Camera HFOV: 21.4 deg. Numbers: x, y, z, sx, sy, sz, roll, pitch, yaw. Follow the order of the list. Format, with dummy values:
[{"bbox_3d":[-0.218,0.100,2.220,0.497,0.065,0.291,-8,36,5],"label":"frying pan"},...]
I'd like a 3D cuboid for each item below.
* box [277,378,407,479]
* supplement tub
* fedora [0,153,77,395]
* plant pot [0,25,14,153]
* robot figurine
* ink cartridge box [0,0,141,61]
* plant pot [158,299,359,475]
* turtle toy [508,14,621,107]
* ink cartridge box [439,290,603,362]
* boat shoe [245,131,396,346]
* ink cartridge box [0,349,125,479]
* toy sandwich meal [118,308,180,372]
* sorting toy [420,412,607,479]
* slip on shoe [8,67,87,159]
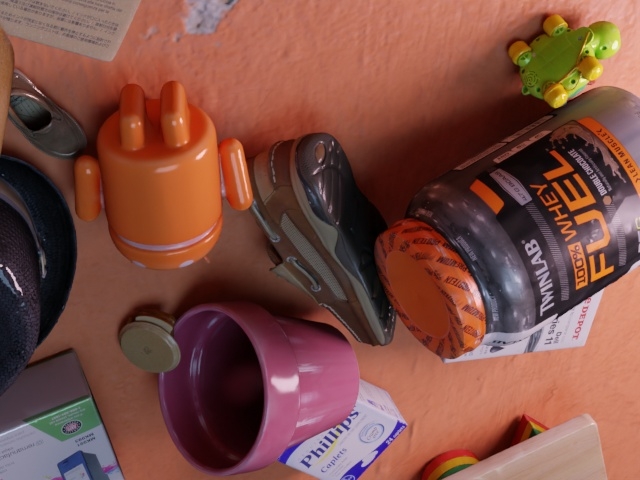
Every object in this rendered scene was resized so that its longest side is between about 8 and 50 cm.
[{"bbox_3d":[0.015,0.234,2.139,0.137,0.072,0.126,28,110,-38],"label":"box"},{"bbox_3d":[0.242,-0.017,1.910,0.338,0.207,0.207,-31,135,-20],"label":"supplement tub"},{"bbox_3d":[-0.386,0.072,1.758,0.334,0.152,0.334,-13,130,-16],"label":"fedora"},{"bbox_3d":[-0.394,-0.062,1.526,0.237,0.254,0.237,-5,151,-3],"label":"plant pot"},{"bbox_3d":[-0.165,-0.060,1.776,0.158,0.128,0.219,-31,137,-31],"label":"robot figurine"},{"bbox_3d":[-0.269,-0.290,1.568,0.235,0.088,0.193,13,118,-33],"label":"ink cartridge box"},{"bbox_3d":[-0.061,0.167,1.980,0.180,0.201,0.201,-3,128,-43],"label":"plant pot"},{"bbox_3d":[0.282,-0.204,1.912,0.130,0.095,0.066,-37,154,5],"label":"turtle toy"},{"bbox_3d":[0.243,0.061,2.099,0.208,0.087,0.153,-6,129,-23],"label":"ink cartridge box"},{"bbox_3d":[0.000,0.000,1.929,0.120,0.122,0.324,-7,136,20],"label":"boat shoe"},{"bbox_3d":[-0.322,0.253,1.977,0.154,0.093,0.212,-21,134,-10],"label":"ink cartridge box"},{"bbox_3d":[-0.195,0.116,1.957,0.085,0.029,0.085,12,131,14],"label":"toy sandwich meal"},{"bbox_3d":[0.265,0.357,2.346,0.257,0.089,0.255,-24,133,-6],"label":"sorting toy"},{"bbox_3d":[-0.285,-0.122,1.727,0.051,0.041,0.135,-34,133,3],"label":"slip on shoe"}]
